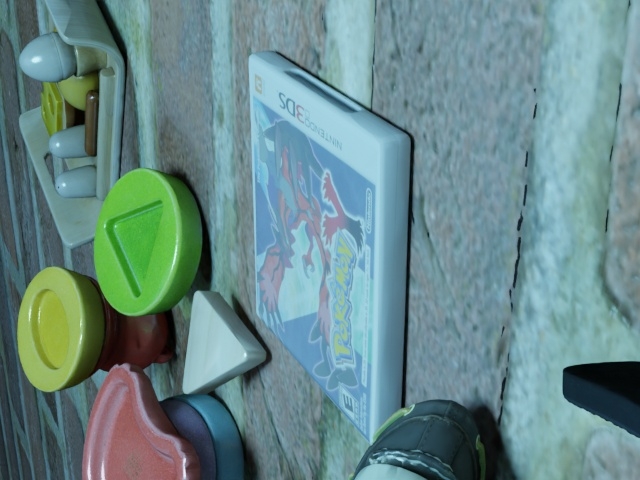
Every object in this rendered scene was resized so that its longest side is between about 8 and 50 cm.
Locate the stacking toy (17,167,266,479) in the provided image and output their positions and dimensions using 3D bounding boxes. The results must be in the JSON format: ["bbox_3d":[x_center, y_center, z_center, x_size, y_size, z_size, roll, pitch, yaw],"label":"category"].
[{"bbox_3d":[-0.132,0.101,1.010,0.279,0.130,0.309,-52,52,28],"label":"stacking toy"}]

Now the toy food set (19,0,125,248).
[{"bbox_3d":[-0.292,-0.169,1.187,0.220,0.092,0.306,61,151,33],"label":"toy food set"}]

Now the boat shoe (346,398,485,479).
[{"bbox_3d":[0.045,0.169,0.632,0.081,0.069,0.228,27,145,9],"label":"boat shoe"}]

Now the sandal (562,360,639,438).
[{"bbox_3d":[0.141,0.054,0.360,0.179,0.067,0.040,-159,71,-66],"label":"sandal"}]

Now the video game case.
[{"bbox_3d":[0.000,0.000,0.699,0.183,0.023,0.201,42,138,54],"label":"video game case"}]
